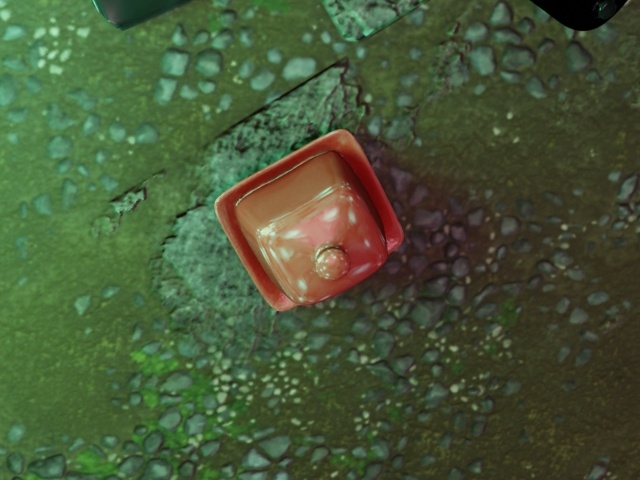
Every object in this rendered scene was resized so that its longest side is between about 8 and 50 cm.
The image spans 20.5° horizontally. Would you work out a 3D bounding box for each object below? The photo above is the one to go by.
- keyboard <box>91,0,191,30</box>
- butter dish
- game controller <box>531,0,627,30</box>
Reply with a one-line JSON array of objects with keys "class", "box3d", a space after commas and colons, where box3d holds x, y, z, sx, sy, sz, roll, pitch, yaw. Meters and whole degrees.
[{"class": "keyboard", "box3d": [-0.088, -0.331, 1.593, 0.317, 0.033, 0.201, -25, 127, -3]}, {"class": "butter dish", "box3d": [0.000, 0.000, 1.739, 0.160, 0.118, 0.160, -29, 120, 0]}, {"class": "game controller", "box3d": [0.211, -0.313, 1.621, 0.166, 0.067, 0.319, -44, 137, 19]}]
